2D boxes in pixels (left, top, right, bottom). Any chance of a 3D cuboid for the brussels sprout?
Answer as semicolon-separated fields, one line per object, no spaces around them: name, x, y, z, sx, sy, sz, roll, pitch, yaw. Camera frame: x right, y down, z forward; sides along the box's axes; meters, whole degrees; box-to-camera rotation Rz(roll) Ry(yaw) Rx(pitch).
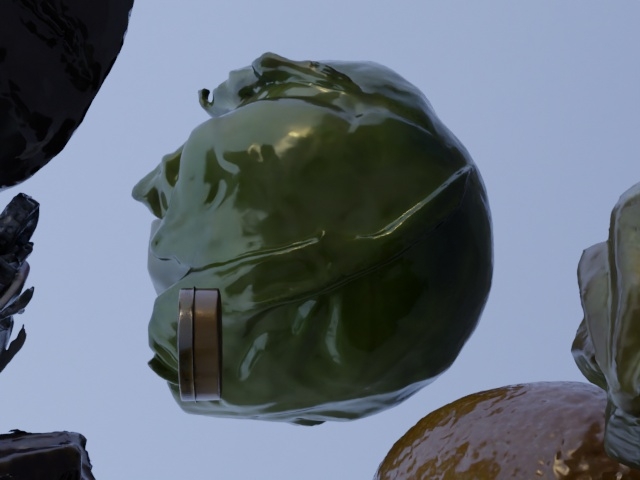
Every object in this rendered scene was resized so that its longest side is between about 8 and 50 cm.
brussels sprout;0.012;-0.001;1.678;0.342;0.361;0.425;8;-98;-62

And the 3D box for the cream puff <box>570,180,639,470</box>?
cream puff;0.309;0.077;0.939;0.270;0.274;0.323;-37;-23;1

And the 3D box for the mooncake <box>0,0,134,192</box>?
mooncake;-0.349;-0.245;1.313;0.212;0.381;0.351;44;-118;-52

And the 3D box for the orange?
orange;0.192;0.286;1.311;0.322;0.357;0.322;8;-102;-45

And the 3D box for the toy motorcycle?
toy motorcycle;-0.312;0.082;1.212;0.239;0.108;0.204;-37;-18;-53

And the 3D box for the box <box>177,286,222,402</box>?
box;-0.108;0.094;1.342;0.105;0.037;0.106;180;90;-89

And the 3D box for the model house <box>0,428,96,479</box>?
model house;-0.249;0.261;0.738;0.317;0.282;0.297;4;-69;-24
